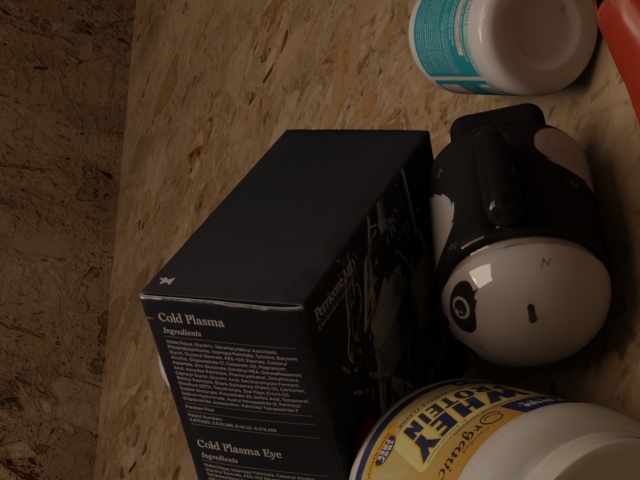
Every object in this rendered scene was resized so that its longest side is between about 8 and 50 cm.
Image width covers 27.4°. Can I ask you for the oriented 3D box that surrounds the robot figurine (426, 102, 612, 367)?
[{"bbox_3d":[0.192,-0.006,1.314,0.173,0.209,0.278,-40,39,39],"label":"robot figurine"}]

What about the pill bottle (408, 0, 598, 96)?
[{"bbox_3d":[0.192,-0.239,1.501,0.264,0.146,0.146,-159,82,-69],"label":"pill bottle"}]

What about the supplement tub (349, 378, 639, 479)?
[{"bbox_3d":[0.177,0.244,1.125,0.316,0.228,0.228,179,103,-69],"label":"supplement tub"}]

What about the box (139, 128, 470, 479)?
[{"bbox_3d":[0.004,0.097,1.368,0.343,0.178,0.313,-54,-42,-49],"label":"box"}]

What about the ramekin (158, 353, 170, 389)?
[{"bbox_3d":[-0.081,0.168,1.851,0.273,0.272,0.127,-107,-3,-54],"label":"ramekin"}]

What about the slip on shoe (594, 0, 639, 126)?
[{"bbox_3d":[0.309,-0.197,1.229,0.123,0.101,0.331,132,144,-50],"label":"slip on shoe"}]
